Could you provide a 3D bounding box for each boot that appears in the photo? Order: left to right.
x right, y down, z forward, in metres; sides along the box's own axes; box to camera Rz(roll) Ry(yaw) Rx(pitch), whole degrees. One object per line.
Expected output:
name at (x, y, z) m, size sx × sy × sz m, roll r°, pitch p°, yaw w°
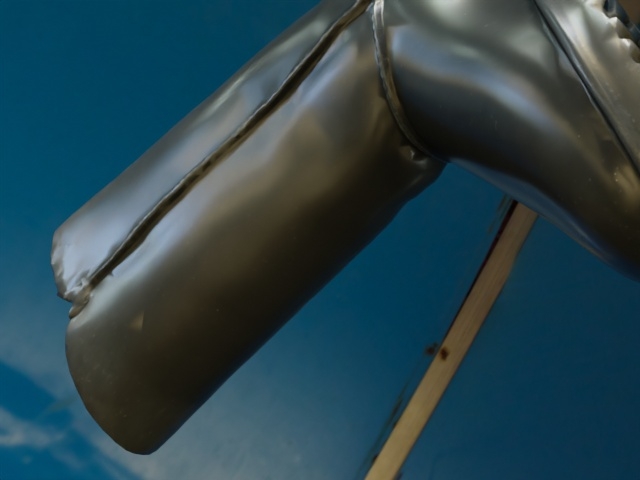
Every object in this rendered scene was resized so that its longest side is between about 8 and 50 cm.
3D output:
boot at (0.000, -0.001, 0.610) m, size 0.445 × 0.367 × 0.146 m, roll -37°, pitch -53°, yaw 21°
